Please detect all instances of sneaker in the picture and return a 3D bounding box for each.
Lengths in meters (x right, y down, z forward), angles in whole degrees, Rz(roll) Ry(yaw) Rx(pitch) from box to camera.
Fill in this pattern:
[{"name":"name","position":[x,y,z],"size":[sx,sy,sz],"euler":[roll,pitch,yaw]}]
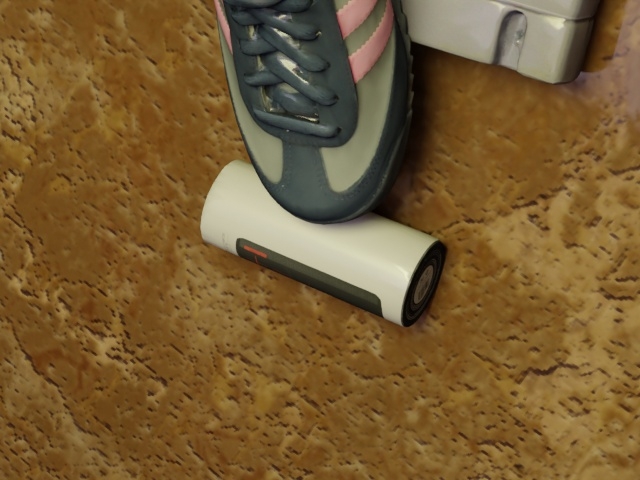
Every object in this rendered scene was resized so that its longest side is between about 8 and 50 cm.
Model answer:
[{"name":"sneaker","position":[-0.025,-0.134,0.879],"size":[0.112,0.131,0.319],"euler":[6,120,22]}]

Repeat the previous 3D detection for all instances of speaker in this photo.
[{"name":"speaker","position":[0.000,0.000,1.013],"size":[0.136,0.055,0.055],"euler":[23,110,19]}]

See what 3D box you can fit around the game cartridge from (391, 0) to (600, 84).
[{"name":"game cartridge","position":[0.003,-0.244,0.957],"size":[0.355,0.068,0.230],"euler":[20,105,20]}]
